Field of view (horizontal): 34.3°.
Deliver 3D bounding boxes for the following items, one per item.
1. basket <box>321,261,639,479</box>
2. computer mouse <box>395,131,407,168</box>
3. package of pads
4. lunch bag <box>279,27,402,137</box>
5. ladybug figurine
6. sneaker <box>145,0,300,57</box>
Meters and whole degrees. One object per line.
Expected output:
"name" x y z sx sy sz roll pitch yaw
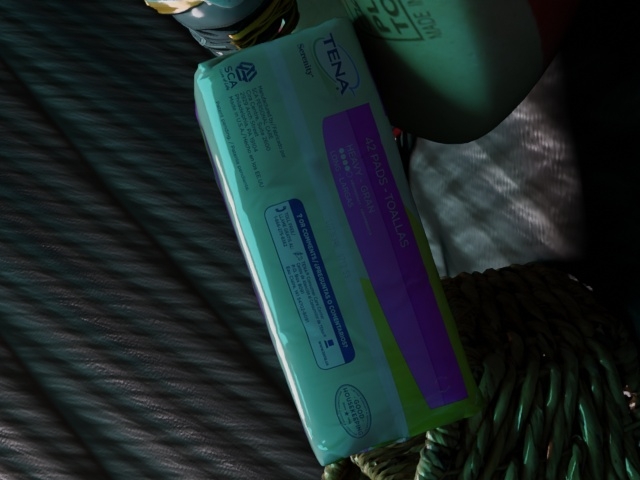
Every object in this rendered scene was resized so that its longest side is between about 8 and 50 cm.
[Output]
"basket" 0.090 0.137 0.782 0.299 0.223 0.213 -173 70 -84
"computer mouse" 0.046 -0.182 1.267 0.272 0.072 0.188 61 164 26
"package of pads" 0.000 0.000 0.658 0.296 0.101 0.229 -145 36 -84
"lunch bag" 0.009 -0.232 1.080 0.258 0.120 0.293 140 122 -72
"ladybug figurine" 0.038 -0.220 0.649 0.305 0.162 0.449 60 176 -29
"sneaker" -0.046 -0.142 0.593 0.083 0.084 0.215 47 -176 -16
